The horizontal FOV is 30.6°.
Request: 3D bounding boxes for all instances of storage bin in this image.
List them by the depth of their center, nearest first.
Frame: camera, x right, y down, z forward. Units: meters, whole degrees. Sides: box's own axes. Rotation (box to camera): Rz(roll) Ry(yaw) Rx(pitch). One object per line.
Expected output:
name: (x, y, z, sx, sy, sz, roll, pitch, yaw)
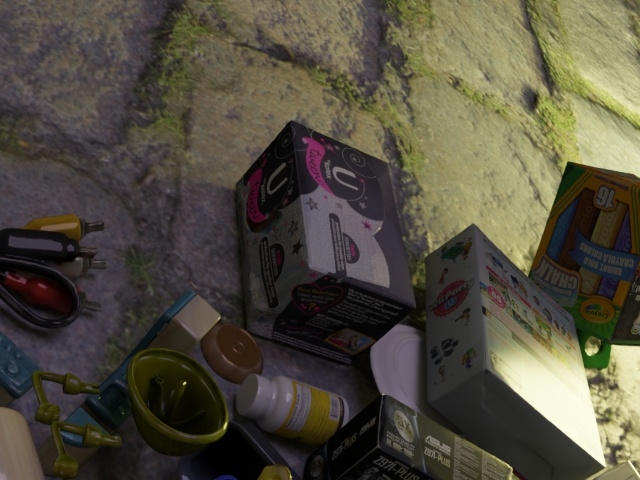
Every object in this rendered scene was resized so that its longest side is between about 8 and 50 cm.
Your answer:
storage bin: (-0.071, 0.250, 1.186, 0.135, 0.098, 0.091, 48, 8, 7)

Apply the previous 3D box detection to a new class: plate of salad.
plate of salad: (0.133, 0.193, 1.464, 0.200, 0.048, 0.200, 30, 35, -24)

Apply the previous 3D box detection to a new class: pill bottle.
pill bottle: (-0.032, 0.187, 1.298, 0.116, 0.065, 0.065, 23, 40, -26)

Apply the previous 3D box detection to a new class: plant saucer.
plant saucer: (-0.097, 0.125, 1.340, 0.083, 0.015, 0.083, 26, 39, -23)

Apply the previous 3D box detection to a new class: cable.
cable: (-0.351, 0.022, 1.190, 0.287, 0.072, 0.139, 8, 65, -24)

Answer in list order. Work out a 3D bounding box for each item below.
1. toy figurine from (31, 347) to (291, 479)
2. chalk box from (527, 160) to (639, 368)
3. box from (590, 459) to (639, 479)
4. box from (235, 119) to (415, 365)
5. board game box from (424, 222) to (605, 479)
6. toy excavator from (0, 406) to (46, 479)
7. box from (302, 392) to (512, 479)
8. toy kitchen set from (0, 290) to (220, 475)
toy figurine: (-0.132, 0.287, 1.011, 0.191, 0.217, 0.362, -8, 37, -27)
chalk box: (0.439, 0.051, 1.756, 0.180, 0.289, 0.179, 7, 16, -42)
box: (0.362, 0.407, 1.403, 0.149, 0.127, 0.232, -11, 62, -49)
box: (0.000, 0.000, 1.451, 0.163, 0.142, 0.247, 22, 40, -29)
board game box: (0.243, 0.150, 1.517, 0.224, 0.097, 0.303, 41, 28, -21)
toy excavator: (-0.444, 0.177, 0.801, 0.433, 0.445, 0.222, -22, 65, -8)
box: (0.092, 0.268, 1.266, 0.180, 0.147, 0.077, 31, 38, -16)
toy kitchen set: (-0.232, 0.100, 1.142, 0.166, 0.122, 0.207, 43, 35, -1)
